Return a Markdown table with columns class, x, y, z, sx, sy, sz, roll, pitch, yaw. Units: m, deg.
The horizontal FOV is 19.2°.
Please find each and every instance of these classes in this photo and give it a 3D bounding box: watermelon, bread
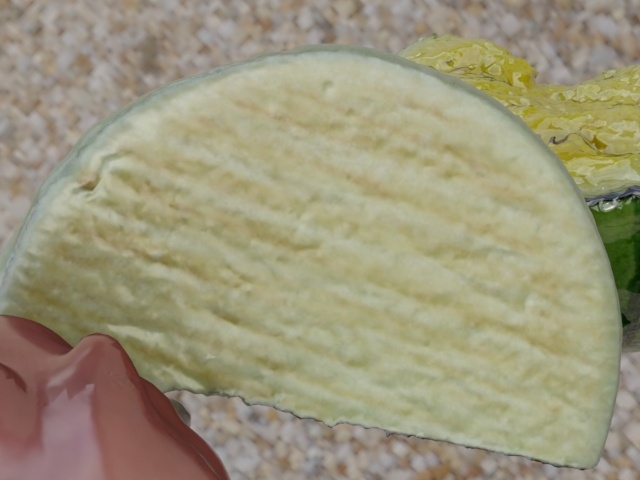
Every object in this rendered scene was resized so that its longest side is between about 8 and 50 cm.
| class | x | y | z | sx | sy | sz | roll | pitch | yaw |
| --- | --- | --- | --- | --- | --- | --- | --- | --- | --- |
| watermelon | 0.182 | -0.026 | 1.166 | 0.331 | 0.189 | 0.330 | -15 | 29 | 8 |
| bread | 0.004 | -0.003 | 0.561 | 0.036 | 0.193 | 0.112 | -126 | 48 | -74 |

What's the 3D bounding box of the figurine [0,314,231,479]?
| class | x | y | z | sx | sy | sz | roll | pitch | yaw |
| --- | --- | --- | --- | --- | --- | --- | --- | --- | --- |
| figurine | -0.096 | 0.089 | 0.504 | 0.166 | 0.207 | 0.387 | -32 | 3 | -28 |
